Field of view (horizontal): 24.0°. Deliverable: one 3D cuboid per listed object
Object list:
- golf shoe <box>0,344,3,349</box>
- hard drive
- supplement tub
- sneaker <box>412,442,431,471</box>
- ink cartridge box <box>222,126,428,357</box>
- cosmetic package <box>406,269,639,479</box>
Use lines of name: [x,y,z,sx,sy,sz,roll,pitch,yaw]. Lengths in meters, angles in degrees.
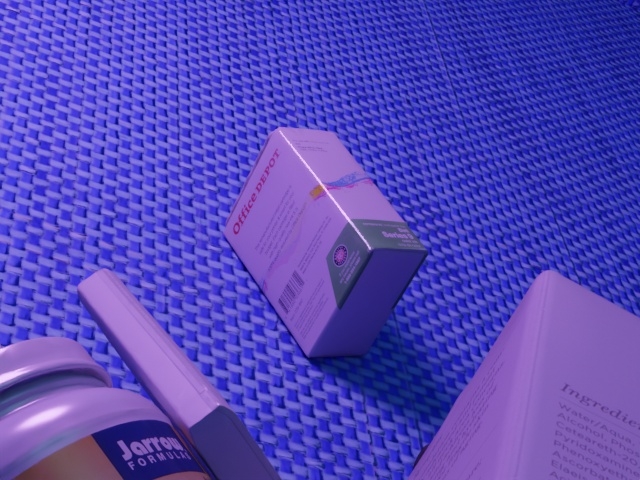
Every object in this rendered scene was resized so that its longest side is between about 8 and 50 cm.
golf shoe: [-0.327,0.060,1.316,0.186,0.086,0.067,44,31,22]
hard drive: [-0.092,0.152,1.204,0.203,0.040,0.307,59,-10,-27]
supplement tub: [-0.151,0.243,1.004,0.228,0.228,0.316,-13,56,-51]
sneaker: [0.212,0.275,1.467,0.283,0.107,0.124,31,14,-5]
ink cartridge box: [0.000,0.000,1.629,0.093,0.154,0.212,0,39,-41]
cosmetic package: [0.219,0.298,1.169,0.327,0.329,0.393,28,29,-1]
